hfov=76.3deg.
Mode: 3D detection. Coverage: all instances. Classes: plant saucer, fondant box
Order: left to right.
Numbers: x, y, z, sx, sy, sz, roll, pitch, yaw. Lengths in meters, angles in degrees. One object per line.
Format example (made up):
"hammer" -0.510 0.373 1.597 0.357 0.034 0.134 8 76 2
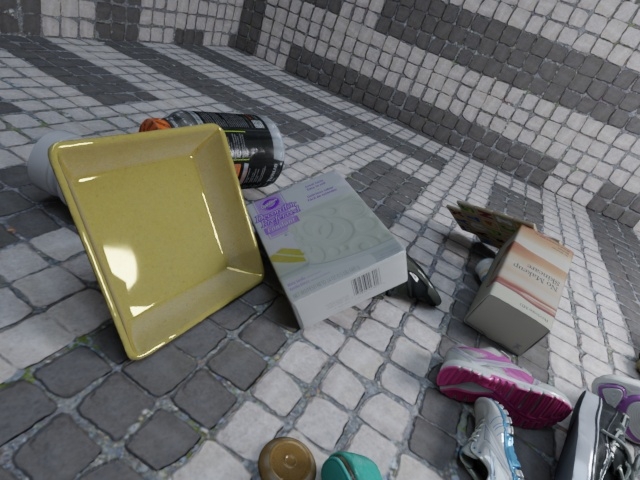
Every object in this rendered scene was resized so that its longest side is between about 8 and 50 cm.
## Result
"plant saucer" -0.266 -0.020 0.718 0.081 0.332 0.333 -5 16 34
"plant saucer" -0.043 0.306 0.560 0.084 0.015 0.083 15 32 -9
"fondant box" 0.000 0.000 0.885 0.239 0.096 0.330 -24 43 -9

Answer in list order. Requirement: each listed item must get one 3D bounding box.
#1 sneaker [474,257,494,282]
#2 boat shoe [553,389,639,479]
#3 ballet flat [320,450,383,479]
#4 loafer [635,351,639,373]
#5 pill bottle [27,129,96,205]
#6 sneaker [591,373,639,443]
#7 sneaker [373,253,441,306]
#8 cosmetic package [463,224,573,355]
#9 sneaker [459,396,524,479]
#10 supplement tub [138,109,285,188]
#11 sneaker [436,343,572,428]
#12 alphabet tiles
"sneaker" 0.558 0.117 1.163 0.229 0.087 0.092 7 40 -10
"boat shoe" 0.471 0.366 0.683 0.105 0.113 0.306 23 18 32
"ballet flat" 0.081 0.369 0.479 0.087 0.083 0.247 17 30 -35
"loafer" 0.827 0.322 1.026 0.050 0.056 0.148 37 24 26
"pill bottle" -0.426 -0.115 0.845 0.284 0.160 0.160 22 31 2
"sneaker" 0.699 0.360 0.858 0.305 0.114 0.152 28 19 0
"sneaker" 0.183 0.102 0.963 0.228 0.130 0.087 39 18 -27
"cosmetic package" 0.492 0.111 1.000 0.153 0.129 0.296 32 50 14
"sneaker" 0.265 0.331 0.658 0.083 0.071 0.190 14 31 0
"supplement tub" -0.279 -0.231 1.070 0.338 0.207 0.207 -12 44 -44
"sneaker" 0.349 0.264 0.778 0.253 0.102 0.111 23 33 2
"alphabet tiles" 0.552 -0.017 1.225 0.343 0.011 0.285 27 -8 43
